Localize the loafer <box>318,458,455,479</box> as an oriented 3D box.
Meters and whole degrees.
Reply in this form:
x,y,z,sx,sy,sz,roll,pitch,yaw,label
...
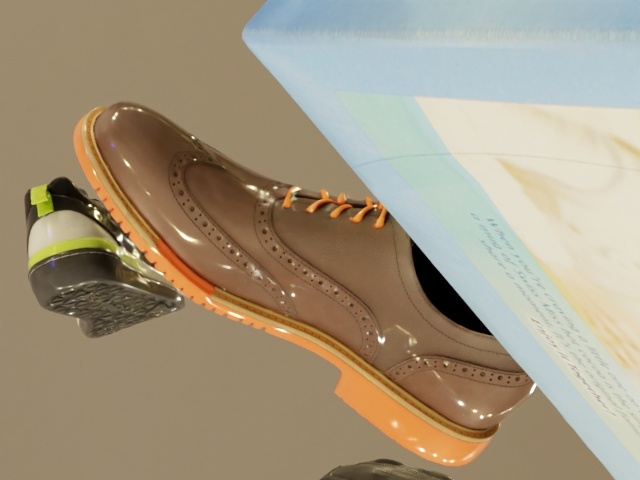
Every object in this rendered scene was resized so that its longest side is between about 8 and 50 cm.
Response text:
x,y,z,sx,sy,sz,roll,pitch,yaw,label
0.097,0.194,1.206,0.078,0.223,0.076,-31,-55,-47,loafer

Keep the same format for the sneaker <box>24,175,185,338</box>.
x,y,z,sx,sy,sz,roll,pitch,yaw,label
-0.161,0.007,1.316,0.235,0.084,0.097,62,-170,-76,sneaker

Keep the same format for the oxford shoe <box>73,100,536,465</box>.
x,y,z,sx,sy,sz,roll,pitch,yaw,label
0.000,0.000,0.916,0.271,0.098,0.097,35,-150,-8,oxford shoe

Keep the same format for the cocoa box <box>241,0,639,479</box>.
x,y,z,sx,sy,sz,roll,pitch,yaw,label
0.199,-0.011,0.494,0.228,0.231,0.347,-50,-62,-17,cocoa box
